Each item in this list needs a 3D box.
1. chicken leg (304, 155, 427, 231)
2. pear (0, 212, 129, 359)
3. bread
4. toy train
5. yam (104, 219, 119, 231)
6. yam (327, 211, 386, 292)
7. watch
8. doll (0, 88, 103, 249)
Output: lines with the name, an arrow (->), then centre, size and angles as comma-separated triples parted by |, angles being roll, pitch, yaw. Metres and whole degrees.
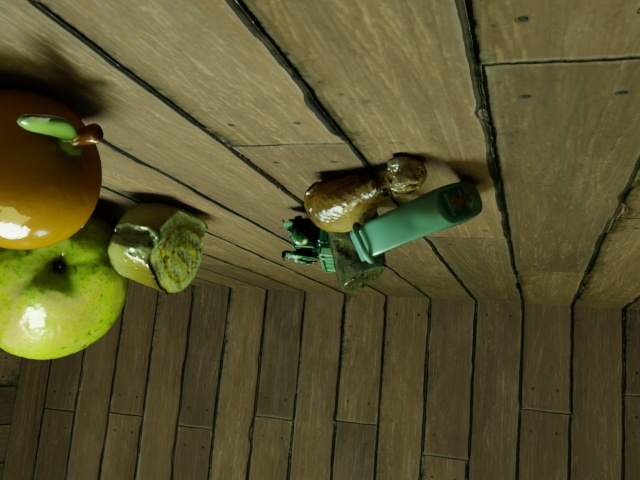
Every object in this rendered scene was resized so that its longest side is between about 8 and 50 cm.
chicken leg -> 0.068, -0.073, 1.046 | 0.108, 0.087, 0.252 | -1, 169, -35
pear -> -0.610, 0.079, 1.480 | 0.392, 0.390, 0.391 | 5, 170, 1
bread -> -0.351, 0.007, 1.427 | 0.124, 0.185, 0.257 | 20, 170, 17
toy train -> 0.000, 0.000, 1.413 | 0.155, 0.115, 0.269 | -4, 169, 2
yam -> -0.489, -0.018, 1.680 | 0.300, 0.066, 0.066 | 7, 170, -4
yam -> 0.065, -0.001, 1.233 | 0.107, 0.183, 0.107 | -9, 162, -3
watch -> 0.146, -0.030, 1.060 | 0.195, 0.068, 0.237 | -25, 178, 39
doll -> -0.355, -0.096, 0.831 | 0.236, 0.213, 0.213 | -16, 161, 27
